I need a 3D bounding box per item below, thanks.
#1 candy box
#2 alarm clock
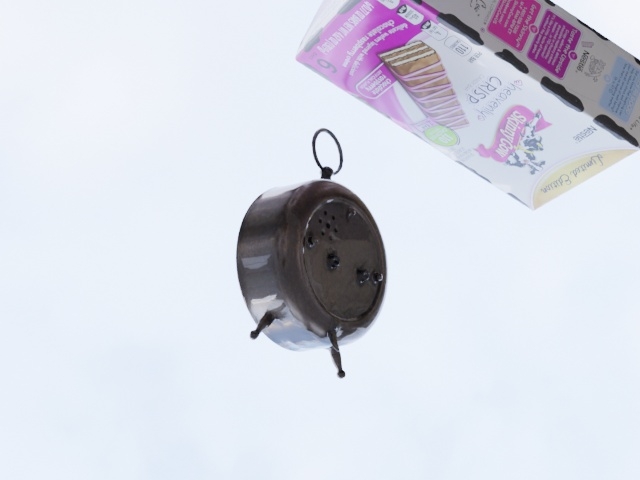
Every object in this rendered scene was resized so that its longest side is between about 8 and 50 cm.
[{"bbox_3d":[0.117,-0.128,1.172,0.233,0.159,0.071,30,-116,-12],"label":"candy box"},{"bbox_3d":[0.000,0.000,1.204,0.129,0.064,0.192,27,-122,-44],"label":"alarm clock"}]
